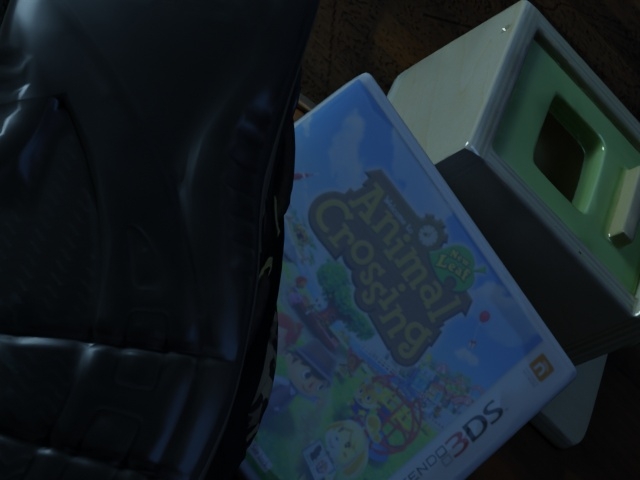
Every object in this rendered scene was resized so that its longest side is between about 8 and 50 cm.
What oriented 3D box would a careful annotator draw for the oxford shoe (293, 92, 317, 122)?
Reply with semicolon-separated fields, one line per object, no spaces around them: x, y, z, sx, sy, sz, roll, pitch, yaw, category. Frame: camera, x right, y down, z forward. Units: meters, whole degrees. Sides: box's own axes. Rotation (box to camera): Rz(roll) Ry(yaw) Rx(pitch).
0.000;0.000;0.931;0.076;0.076;0.212;-40;99;-40;oxford shoe

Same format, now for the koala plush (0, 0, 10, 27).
-0.237;-0.092;0.645;0.221;0.196;0.203;24;90;-6;koala plush

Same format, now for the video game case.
0.014;0.048;0.888;0.193;0.023;0.212;-39;99;-21;video game case

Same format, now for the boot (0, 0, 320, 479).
-0.093;0.058;0.637;0.138;0.284;0.377;14;59;2;boot

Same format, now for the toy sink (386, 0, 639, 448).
0.146;-0.007;1.037;0.234;0.131;0.153;45;43;-19;toy sink
